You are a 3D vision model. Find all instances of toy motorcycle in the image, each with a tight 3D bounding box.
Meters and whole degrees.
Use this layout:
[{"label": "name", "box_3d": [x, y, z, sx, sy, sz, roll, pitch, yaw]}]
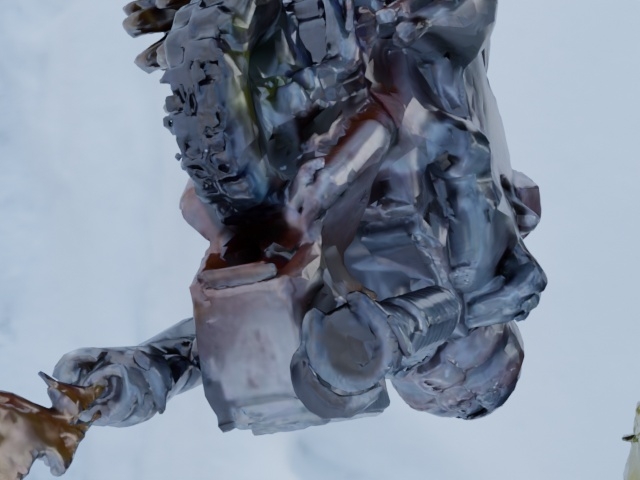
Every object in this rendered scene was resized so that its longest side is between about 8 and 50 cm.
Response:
[{"label": "toy motorcycle", "box_3d": [0.000, 0.000, 0.673, 0.401, 0.134, 0.207, -33, 114, -64]}]

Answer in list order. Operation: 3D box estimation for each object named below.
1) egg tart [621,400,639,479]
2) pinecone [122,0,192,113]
[{"label": "egg tart", "box_3d": [0.277, 0.101, 0.927, 0.345, 0.345, 0.132, -19, 81, -40]}, {"label": "pinecone", "box_3d": [-0.031, -0.193, 1.285, 0.264, 0.264, 0.264, 4, 84, -41]}]
